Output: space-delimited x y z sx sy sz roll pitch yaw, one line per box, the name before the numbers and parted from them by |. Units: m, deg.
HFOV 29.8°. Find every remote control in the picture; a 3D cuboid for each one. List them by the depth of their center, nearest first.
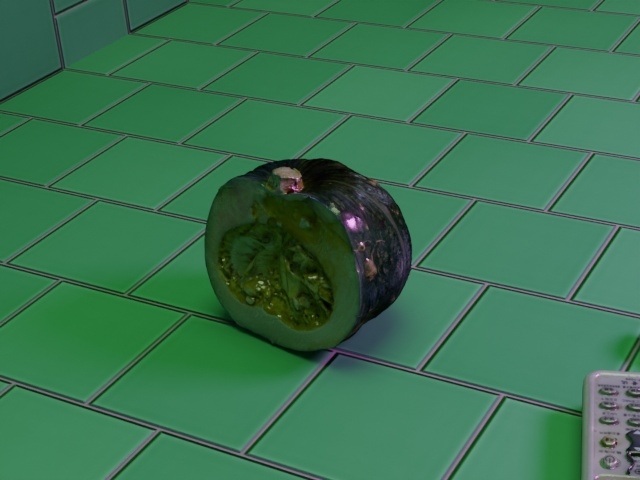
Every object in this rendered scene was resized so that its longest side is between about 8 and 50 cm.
remote control | 0.362 0.266 1.378 0.128 0.066 0.335 4 30 11

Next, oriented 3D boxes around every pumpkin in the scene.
pumpkin | 0.000 0.000 1.710 0.293 0.263 0.197 21 34 33
